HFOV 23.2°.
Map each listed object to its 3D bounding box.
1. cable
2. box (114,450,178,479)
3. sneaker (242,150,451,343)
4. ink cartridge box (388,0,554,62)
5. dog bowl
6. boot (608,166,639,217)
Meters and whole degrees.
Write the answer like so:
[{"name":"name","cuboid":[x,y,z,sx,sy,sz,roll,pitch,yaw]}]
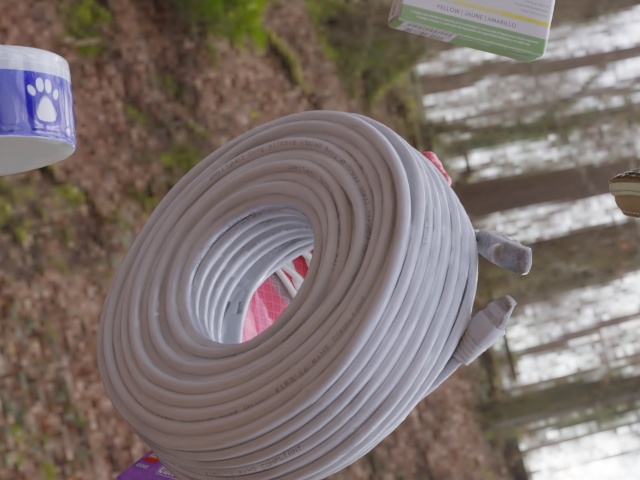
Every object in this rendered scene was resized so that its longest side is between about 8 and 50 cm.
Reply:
[{"name":"cable","cuboid":[-0.026,0.037,0.980,0.089,0.257,0.257,42,-1,-41]},{"name":"box","cuboid":[-0.042,0.317,1.277,0.201,0.057,0.293,6,-57,46]},{"name":"sneaker","cuboid":[0.000,-0.001,1.267,0.136,0.314,0.116,-23,-77,40]},{"name":"ink cartridge box","cuboid":[0.180,-0.328,1.706,0.056,0.171,0.235,161,-59,-78]},{"name":"dog bowl","cuboid":[-0.417,-0.142,1.801,0.265,0.265,0.104,153,-70,-72]},{"name":"boot","cuboid":[0.275,0.025,1.010,0.213,0.077,0.165,9,-61,64]}]
